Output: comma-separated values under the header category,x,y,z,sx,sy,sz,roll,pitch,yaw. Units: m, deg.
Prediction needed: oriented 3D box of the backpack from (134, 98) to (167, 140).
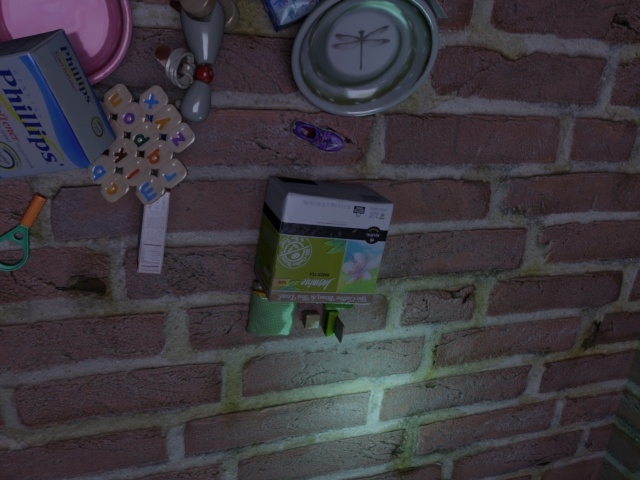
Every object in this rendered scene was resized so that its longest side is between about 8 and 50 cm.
category,x,y,z,sx,sy,sz,roll,pitch,yaw
backpack,-0.446,-0.310,1.362,0.101,0.098,0.120,-28,105,-12

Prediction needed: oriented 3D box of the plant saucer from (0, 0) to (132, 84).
category,x,y,z,sx,sy,sz,roll,pitch,yaw
plant saucer,-0.613,-0.526,1.225,0.331,0.084,0.333,-7,111,-18

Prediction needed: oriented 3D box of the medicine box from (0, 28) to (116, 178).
category,x,y,z,sx,sy,sz,roll,pitch,yaw
medicine box,-0.660,-0.294,1.171,0.289,0.149,0.264,-5,128,14

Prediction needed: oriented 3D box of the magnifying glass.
category,x,y,z,sx,sy,sz,roll,pitch,yaw
magnifying glass,-0.791,-0.021,1.387,0.092,0.026,0.231,30,97,-26

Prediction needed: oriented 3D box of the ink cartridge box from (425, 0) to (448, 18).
category,x,y,z,sx,sy,sz,roll,pitch,yaw
ink cartridge box,0.208,-0.706,1.348,0.066,0.261,0.296,-44,118,0

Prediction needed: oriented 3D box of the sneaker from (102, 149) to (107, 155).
category,x,y,z,sx,sy,sz,roll,pitch,yaw
sneaker,-0.619,-0.285,1.337,0.175,0.064,0.067,43,72,-33

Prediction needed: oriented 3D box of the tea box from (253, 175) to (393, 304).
category,x,y,z,sx,sy,sz,roll,pitch,yaw
tea box,0.000,0.000,1.566,0.328,0.220,0.324,3,109,-21

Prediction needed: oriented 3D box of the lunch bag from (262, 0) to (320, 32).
category,x,y,z,sx,sy,sz,roll,pitch,yaw
lunch bag,-0.087,-0.644,1.366,0.128,0.096,0.151,-26,102,-6

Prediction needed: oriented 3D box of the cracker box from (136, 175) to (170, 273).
category,x,y,z,sx,sy,sz,roll,pitch,yaw
cracker box,-0.454,-0.044,1.424,0.067,0.156,0.233,6,108,-22

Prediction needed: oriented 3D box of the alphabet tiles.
category,x,y,z,sx,sy,sz,roll,pitch,yaw
alphabet tiles,-0.458,-0.236,1.297,0.278,0.021,0.284,-36,90,5

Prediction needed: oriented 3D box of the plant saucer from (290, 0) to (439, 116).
category,x,y,z,sx,sy,sz,roll,pitch,yaw
plant saucer,0.114,-0.520,1.423,0.399,0.101,0.401,-6,144,-5

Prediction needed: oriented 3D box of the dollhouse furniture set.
category,x,y,z,sx,sy,sz,roll,pitch,yaw
dollhouse furniture set,-0.070,0.238,1.670,0.301,0.151,0.198,2,109,-20

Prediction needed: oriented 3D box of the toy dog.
category,x,y,z,sx,sy,sz,roll,pitch,yaw
toy dog,-0.326,-0.477,1.298,0.220,0.160,0.334,55,50,-64

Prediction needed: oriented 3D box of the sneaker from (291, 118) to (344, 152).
category,x,y,z,sx,sy,sz,roll,pitch,yaw
sneaker,-0.006,-0.297,1.535,0.169,0.071,0.068,15,104,-24
